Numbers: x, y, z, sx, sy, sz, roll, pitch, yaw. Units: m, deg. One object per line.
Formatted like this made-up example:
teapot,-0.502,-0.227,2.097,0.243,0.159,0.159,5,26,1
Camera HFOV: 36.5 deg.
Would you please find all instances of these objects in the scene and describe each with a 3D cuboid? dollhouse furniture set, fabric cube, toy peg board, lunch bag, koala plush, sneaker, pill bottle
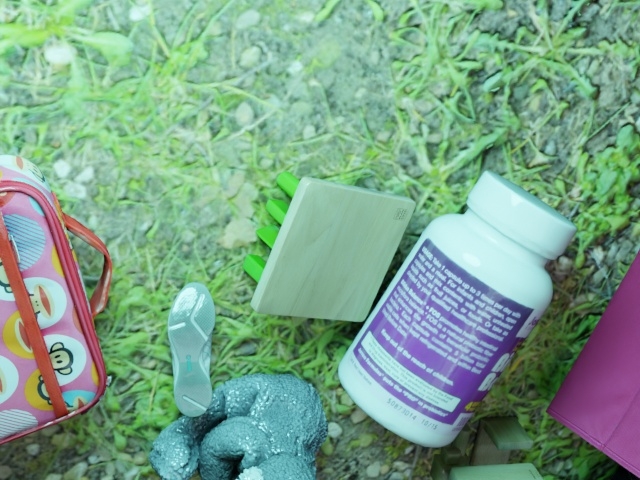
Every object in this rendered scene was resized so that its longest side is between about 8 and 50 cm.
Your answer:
dollhouse furniture set,0.216,0.330,1.284,0.144,0.151,0.123,1,115,-17
fabric cube,0.499,0.200,1.237,0.254,0.259,0.258,28,92,-27
toy peg board,0.000,0.000,1.106,0.160,0.079,0.161,8,113,-39
lunch bag,-0.338,0.065,0.994,0.258,0.120,0.293,-18,121,-14
koala plush,-0.060,0.281,1.125,0.203,0.221,0.196,-45,120,6
sneaker,-0.151,0.122,1.119,0.053,0.061,0.152,2,95,-11
pill bottle,0.163,0.077,1.132,0.169,0.169,0.302,25,105,-27

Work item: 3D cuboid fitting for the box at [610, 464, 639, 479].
box,0.530,0.503,1.306,0.312,0.343,0.179,27,105,1
